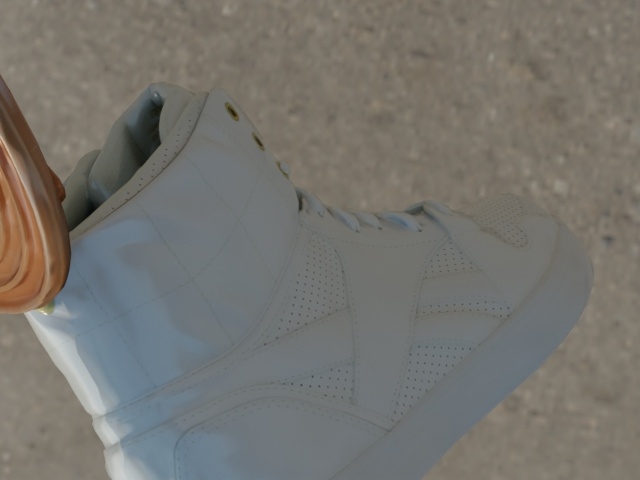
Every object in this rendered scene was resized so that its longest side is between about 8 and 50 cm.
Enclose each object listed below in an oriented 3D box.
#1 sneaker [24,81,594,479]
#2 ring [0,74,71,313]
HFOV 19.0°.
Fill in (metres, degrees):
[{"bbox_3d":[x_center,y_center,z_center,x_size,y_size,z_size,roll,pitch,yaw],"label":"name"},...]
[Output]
[{"bbox_3d":[0.000,0.000,0.737,0.108,0.292,0.169,-26,97,34],"label":"sneaker"},{"bbox_3d":[-0.195,-0.106,0.575,0.336,0.032,0.336,37,159,17],"label":"ring"}]
